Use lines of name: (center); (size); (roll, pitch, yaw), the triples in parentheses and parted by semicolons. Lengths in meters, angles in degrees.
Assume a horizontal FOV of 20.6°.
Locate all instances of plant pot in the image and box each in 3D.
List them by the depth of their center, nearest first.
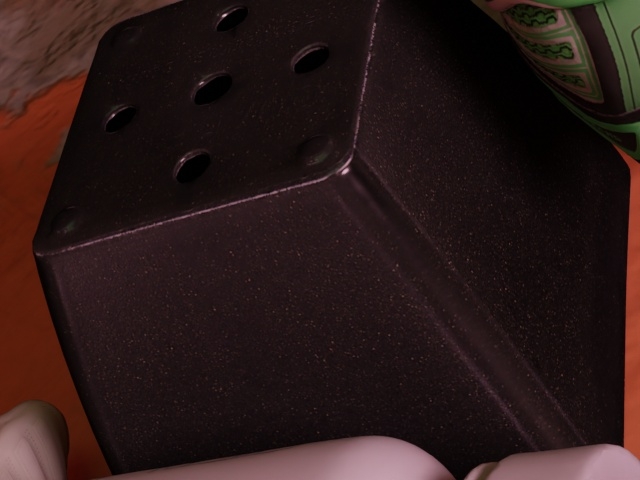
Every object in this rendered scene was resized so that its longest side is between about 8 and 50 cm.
plant pot: (0.000, 0.000, 0.667); (0.188, 0.167, 0.187); (-13, 43, 24)

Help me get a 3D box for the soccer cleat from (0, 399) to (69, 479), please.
soccer cleat: (-0.119, 0.143, 0.695); (0.076, 0.068, 0.196); (7, 40, 4)

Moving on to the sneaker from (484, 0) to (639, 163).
sneaker: (0.122, -0.109, 0.688); (0.134, 0.146, 0.343); (-29, 10, 21)

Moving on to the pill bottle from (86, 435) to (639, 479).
pill bottle: (-0.006, 0.131, 0.558); (0.229, 0.131, 0.131); (-13, 43, 27)
